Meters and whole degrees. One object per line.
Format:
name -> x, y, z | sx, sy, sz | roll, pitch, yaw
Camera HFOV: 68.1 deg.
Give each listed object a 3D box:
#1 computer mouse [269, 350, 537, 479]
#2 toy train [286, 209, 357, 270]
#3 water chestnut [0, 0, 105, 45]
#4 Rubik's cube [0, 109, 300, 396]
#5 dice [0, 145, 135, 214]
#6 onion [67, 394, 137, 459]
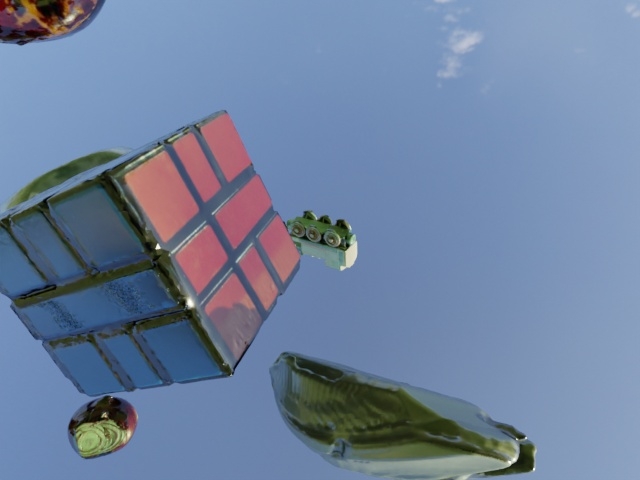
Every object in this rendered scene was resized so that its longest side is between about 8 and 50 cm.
computer mouse -> 0.081, 0.270, 0.692 | 0.429, 0.228, 0.145 | 2, -111, 46
toy train -> 0.000, 0.000, 1.210 | 0.194, 0.125, 0.081 | 15, -146, 29
water chestnut -> -0.455, -0.429, 0.657 | 0.301, 0.300, 0.299 | -2, -116, 3
Rubik's cube -> -0.234, 0.015, 0.676 | 0.289, 0.283, 0.293 | -16, -160, 28
dice -> -0.530, -0.012, 1.166 | 0.328, 0.348, 0.330 | -33, -80, -22
onion -> -0.403, 0.340, 0.881 | 0.117, 0.118, 0.118 | 10, -118, -21
